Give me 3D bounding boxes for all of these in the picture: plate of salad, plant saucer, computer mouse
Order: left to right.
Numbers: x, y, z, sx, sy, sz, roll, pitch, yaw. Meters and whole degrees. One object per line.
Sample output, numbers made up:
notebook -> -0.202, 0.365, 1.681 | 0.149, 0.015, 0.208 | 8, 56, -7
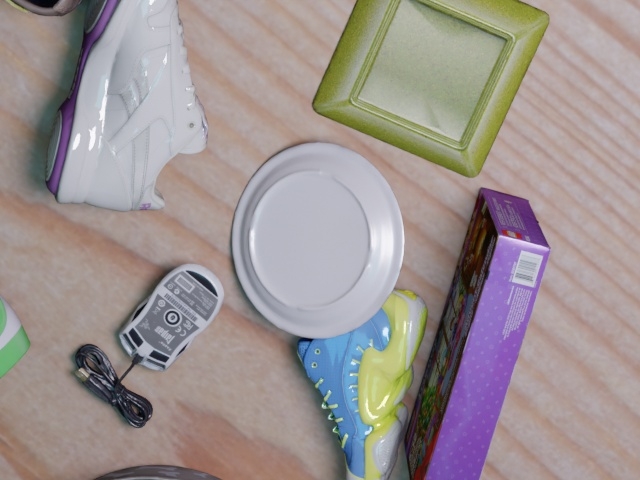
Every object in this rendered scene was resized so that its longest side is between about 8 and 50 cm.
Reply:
computer mouse -> -0.169, 0.099, 2.031 | 0.106, 0.042, 0.193 | 41, 107, -5
plate of salad -> 0.000, 0.000, 1.977 | 0.200, 0.048, 0.199 | 0, 90, 29
plant saucer -> 0.111, -0.176, 1.953 | 0.188, 0.045, 0.188 | 23, 104, -5

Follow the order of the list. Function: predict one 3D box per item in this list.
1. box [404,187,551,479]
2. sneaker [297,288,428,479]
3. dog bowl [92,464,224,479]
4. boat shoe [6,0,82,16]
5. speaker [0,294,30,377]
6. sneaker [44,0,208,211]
box -> 0.153, 0.111, 1.946 | 0.057, 0.201, 0.293 | 15, 104, -4
sneaker -> 0.031, 0.158, 2.028 | 0.126, 0.091, 0.240 | 14, 97, 9
dog bowl -> -0.173, 0.397, 2.064 | 0.349, 0.102, 0.348 | 1, 105, 5
boat shoe -> -0.344, -0.351, 1.886 | 0.117, 0.096, 0.324 | -36, 101, 9
speaker -> -0.431, 0.029, 1.972 | 0.131, 0.131, 0.296 | -37, 101, 9
sneaker -> -0.171, -0.170, 1.940 | 0.152, 0.114, 0.305 | 14, 109, -17
